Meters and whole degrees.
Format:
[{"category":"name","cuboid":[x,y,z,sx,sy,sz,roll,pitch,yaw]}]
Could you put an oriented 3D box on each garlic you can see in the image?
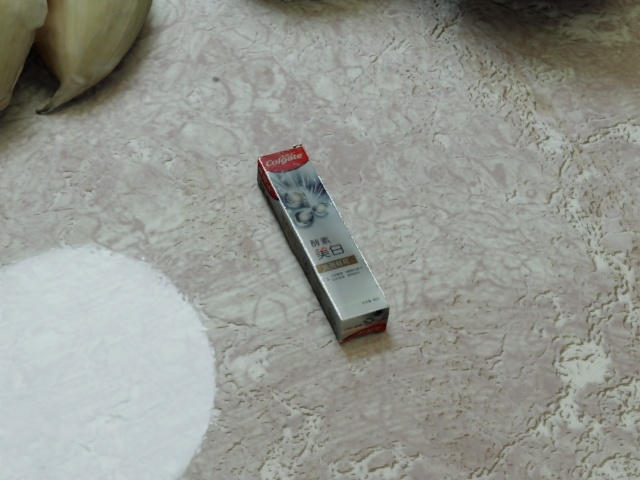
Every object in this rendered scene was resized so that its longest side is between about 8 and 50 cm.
[{"category":"garlic","cuboid":[-0.324,-0.279,1.542,0.249,0.286,0.313,-39,47,19]}]

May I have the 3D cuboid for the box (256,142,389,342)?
[{"category":"box","cuboid":[0.000,0.000,1.447,0.055,0.039,0.218,-17,56,-18]}]
